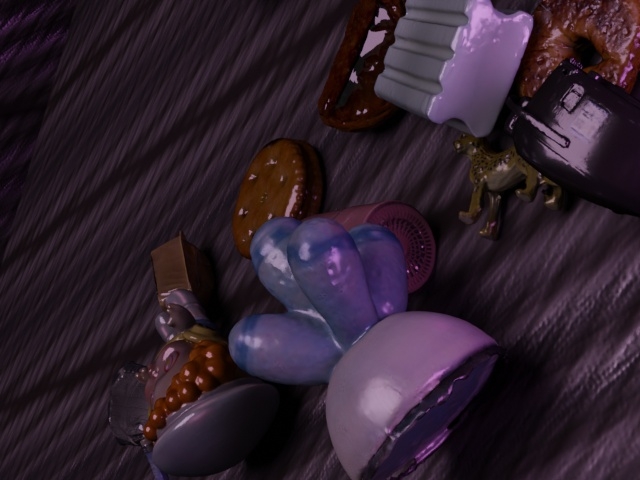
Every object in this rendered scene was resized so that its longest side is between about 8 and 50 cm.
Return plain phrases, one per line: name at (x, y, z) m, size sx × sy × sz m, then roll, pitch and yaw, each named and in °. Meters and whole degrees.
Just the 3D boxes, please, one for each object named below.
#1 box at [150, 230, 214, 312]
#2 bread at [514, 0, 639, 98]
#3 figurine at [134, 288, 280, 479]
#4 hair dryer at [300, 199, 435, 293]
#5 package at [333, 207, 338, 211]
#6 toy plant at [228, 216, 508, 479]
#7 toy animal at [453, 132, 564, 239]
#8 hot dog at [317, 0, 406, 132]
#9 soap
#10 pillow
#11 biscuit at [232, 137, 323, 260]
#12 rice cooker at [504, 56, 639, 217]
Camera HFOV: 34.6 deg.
box at (-0.247, 0.070, 1.871) m, size 0.111 × 0.111 × 0.177 m, roll -49°, pitch 41°, yaw 35°
bread at (0.302, -0.216, 1.185) m, size 0.193 × 0.064 × 0.193 m, roll -18°, pitch 66°, yaw 47°
figurine at (-0.178, 0.200, 1.629) m, size 0.224 × 0.205 × 0.381 m, roll -52°, pitch 30°, yaw 29°
hair dryer at (0.040, 0.129, 1.402) m, size 0.210 × 0.125 × 0.352 m, roll -8°, pitch 77°, yaw 57°
package at (0.000, 0.000, 1.597) m, size 0.110 × 0.015 × 0.037 m, roll -53°, pitch 33°, yaw 28°
toy plant at (0.030, 0.100, 1.198) m, size 0.332 × 0.247 × 0.247 m, roll 45°, pitch 119°, yaw 23°
toy animal at (0.233, -0.091, 1.229) m, size 0.181 × 0.073 × 0.136 m, roll -27°, pitch 48°, yaw 54°
hot dog at (0.074, -0.264, 1.516) m, size 0.226 × 0.099 × 0.160 m, roll -60°, pitch 35°, yaw 24°
soap at (0.162, -0.233, 1.315) m, size 0.265 × 0.088 × 0.159 m, roll -129°, pitch 57°, yaw -72°
pillow at (-0.308, 0.296, 1.873) m, size 0.335 × 0.093 × 0.161 m, roll -15°, pitch 59°, yaw 55°
biscuit at (-0.075, -0.066, 1.693) m, size 0.220 × 0.066 × 0.220 m, roll -30°, pitch 52°, yaw 48°
rice cooker at (0.287, -0.103, 1.066) m, size 0.203 × 0.142 × 0.118 m, roll 40°, pitch 109°, yaw 27°
